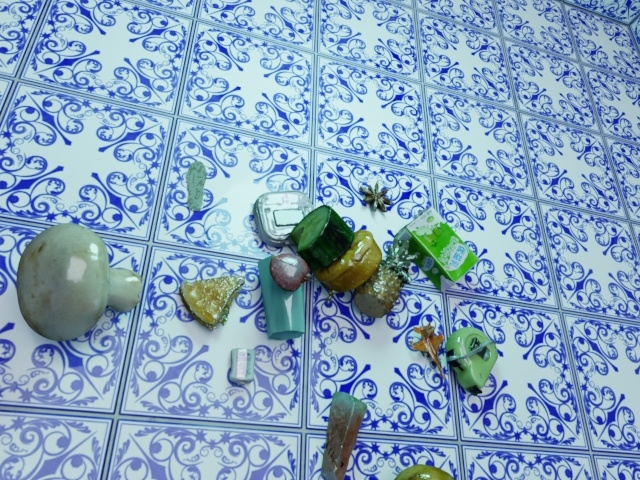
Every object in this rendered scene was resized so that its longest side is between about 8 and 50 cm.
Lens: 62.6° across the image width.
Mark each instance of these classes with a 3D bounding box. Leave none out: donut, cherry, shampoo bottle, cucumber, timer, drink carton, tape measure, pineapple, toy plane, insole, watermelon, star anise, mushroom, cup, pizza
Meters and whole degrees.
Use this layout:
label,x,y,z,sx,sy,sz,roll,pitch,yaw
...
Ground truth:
label,x,y,z,sx,sy,sz,roll,pitch,yaw
donut,0.087,0.065,1.658,0.114,0.226,0.227,50,55,-17
cherry,-0.053,0.117,1.502,0.225,0.090,0.107,38,47,-12
shampoo bottle,-0.219,0.356,1.477,0.072,0.043,0.099,8,61,-17
cucumber,0.007,-0.005,1.620,0.130,0.191,0.191,44,53,-22
timer,-0.112,-0.077,1.740,0.208,0.069,0.191,-7,68,-25
drink carton,0.410,0.027,1.862,0.161,0.108,0.271,-35,80,-30
tape measure,0.493,0.368,1.708,0.175,0.106,0.200,46,55,2
pineapple,0.215,0.110,1.734,0.170,0.141,0.310,20,46,20
toy plane,0.358,0.359,1.697,0.135,0.062,0.189,-12,82,-27
insole,-0.405,-0.180,1.718,0.065,0.006,0.194,5,62,-19
watermelon,0.064,0.548,1.443,0.094,0.154,0.241,22,70,-9
star anise,0.202,-0.153,1.917,0.140,0.042,0.141,11,57,-18
mushroom,-0.603,0.100,1.339,0.290,0.297,0.298,4,59,-44
cup,-0.105,0.171,1.572,0.134,0.148,0.236,17,55,-44
pizza,-0.303,0.161,1.546,0.195,0.052,0.185,-31,70,-27

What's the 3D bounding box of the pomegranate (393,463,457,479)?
label,x,y,z,sx,sy,sz,roll,pitch,yaw
pomegranate,0.285,0.718,1.367,0.260,0.260,0.261,9,60,-16
